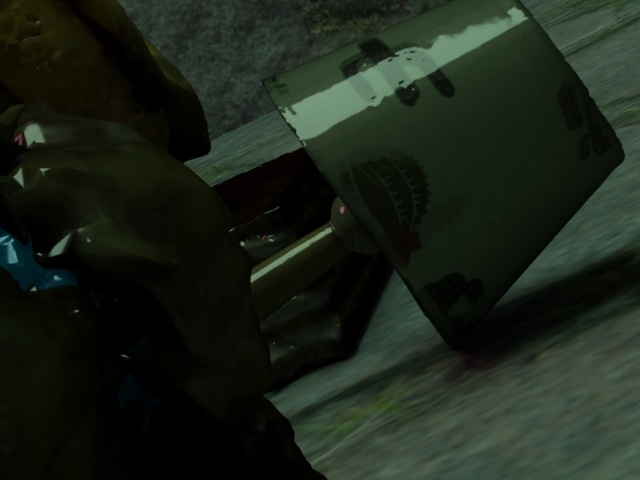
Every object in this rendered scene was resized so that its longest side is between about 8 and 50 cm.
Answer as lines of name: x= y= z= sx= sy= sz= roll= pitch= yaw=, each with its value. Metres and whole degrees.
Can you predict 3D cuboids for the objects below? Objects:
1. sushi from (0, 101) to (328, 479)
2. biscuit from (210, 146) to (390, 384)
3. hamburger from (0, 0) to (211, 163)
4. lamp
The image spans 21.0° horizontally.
sushi: x=-0.122 y=0.040 z=0.392 sx=0.219 sy=0.225 sz=0.238 roll=-20 pitch=37 yaw=-35
biscuit: x=-0.030 y=0.012 z=0.802 sx=0.106 sy=0.070 sz=0.252 roll=-24 pitch=8 yaw=14
hamburger: x=-0.178 y=-0.064 z=0.764 sx=0.163 sy=0.244 sz=0.244 roll=-50 pitch=14 yaw=-13
lamp: x=0.000 y=0.000 z=0.624 sx=0.215 sy=0.121 sz=0.121 roll=-34 pitch=7 yaw=4
